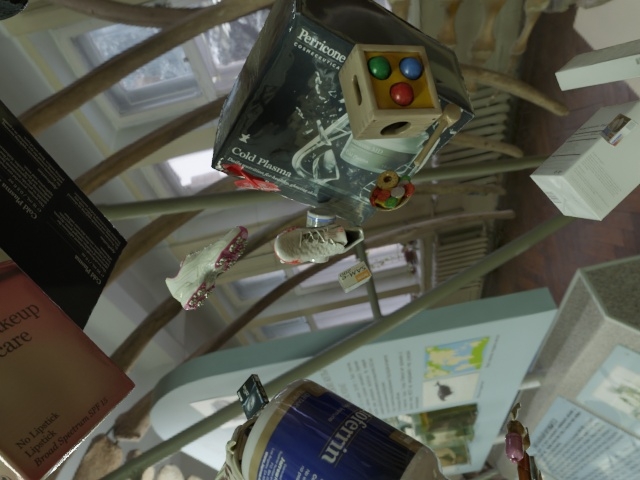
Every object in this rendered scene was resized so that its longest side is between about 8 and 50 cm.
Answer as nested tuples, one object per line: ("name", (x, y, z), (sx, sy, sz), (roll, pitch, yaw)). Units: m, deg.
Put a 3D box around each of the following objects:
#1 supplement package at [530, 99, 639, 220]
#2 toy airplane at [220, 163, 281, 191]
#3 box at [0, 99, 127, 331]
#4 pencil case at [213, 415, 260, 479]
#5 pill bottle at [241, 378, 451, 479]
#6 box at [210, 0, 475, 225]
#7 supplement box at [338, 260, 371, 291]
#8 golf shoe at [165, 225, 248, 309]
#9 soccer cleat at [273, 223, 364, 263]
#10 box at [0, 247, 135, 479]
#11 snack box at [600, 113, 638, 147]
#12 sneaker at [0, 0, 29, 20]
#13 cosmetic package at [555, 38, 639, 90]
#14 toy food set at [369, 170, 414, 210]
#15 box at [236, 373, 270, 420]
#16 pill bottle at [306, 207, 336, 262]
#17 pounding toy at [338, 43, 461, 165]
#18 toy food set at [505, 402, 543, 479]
("supplement package", (0.801, -0.225, 1.328), (0.177, 0.293, 0.175), (46, -177, -8))
("toy airplane", (-0.158, -0.136, 1.020), (0.151, 0.151, 0.028), (55, -129, -80))
("box", (-0.531, 0.009, 0.745), (0.312, 0.179, 0.343), (-91, -21, -51))
("pencil case", (-0.153, 0.503, 0.886), (0.160, 0.184, 0.410), (-90, 23, -56))
("pill bottle", (0.050, 0.291, 0.554), (0.153, 0.265, 0.153), (-39, -40, -43))
("box", (0.037, -0.341, 1.202), (0.472, 0.480, 0.297), (-48, 32, 42))
("supplement box", (0.072, 0.079, 0.992), (0.036, 0.062, 0.098), (61, 176, 11))
("golf shoe", (-0.352, 0.061, 1.432), (0.140, 0.306, 0.115), (34, 167, 18))
("soccer cleat", (0.000, 0.000, 0.351), (0.083, 0.036, 0.029), (-4, -103, -49))
("box", (-0.338, 0.136, 0.466), (0.232, 0.127, 0.148), (47, -157, -4))
("snack box", (0.694, -0.259, 1.085), (0.022, 0.064, 0.178), (40, -150, 8))
("sneaker", (-0.630, -0.452, 0.807), (0.341, 0.140, 0.125), (-54, -29, -69))
("cosmetic package", (0.728, -0.441, 1.161), (0.060, 0.099, 0.239), (54, 166, -21))
("toy food set", (0.125, -0.087, 0.823), (0.083, 0.083, 0.020), (24, 158, 40))
("box", (-0.155, 0.360, 1.064), (0.018, 0.067, 0.083), (22, -156, -45))
("pill bottle", (-0.003, -0.014, 1.265), (0.078, 0.078, 0.137), (-93, 8, -69))
("pounding toy", (0.157, -0.224, 0.771), (0.094, 0.206, 0.181), (140, 121, -67))
("toy food set", (0.233, 0.256, 0.537), (0.078, 0.019, 0.122), (11, -115, -58))
